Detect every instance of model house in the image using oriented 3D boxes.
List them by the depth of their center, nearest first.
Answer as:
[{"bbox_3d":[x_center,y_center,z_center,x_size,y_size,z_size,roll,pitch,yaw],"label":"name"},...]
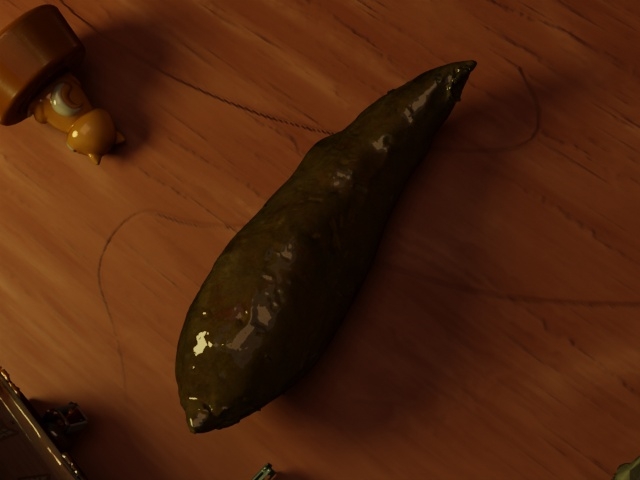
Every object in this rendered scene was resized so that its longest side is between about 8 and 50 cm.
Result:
[{"bbox_3d":[-0.289,0.247,1.094,0.294,0.154,0.207,46,122,26],"label":"model house"}]

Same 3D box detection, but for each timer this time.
[{"bbox_3d":[-0.267,-0.142,1.232,0.132,0.132,0.152,-45,92,-5],"label":"timer"}]

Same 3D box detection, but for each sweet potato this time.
[{"bbox_3d":[-0.001,-0.002,1.105,0.130,0.130,0.422,31,75,21],"label":"sweet potato"}]

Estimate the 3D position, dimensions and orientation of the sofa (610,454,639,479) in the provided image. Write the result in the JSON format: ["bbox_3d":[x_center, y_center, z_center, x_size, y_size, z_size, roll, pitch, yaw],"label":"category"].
[{"bbox_3d":[0.324,0.249,0.962,0.225,0.176,0.210,-34,64,-31],"label":"sofa"}]

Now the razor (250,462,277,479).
[{"bbox_3d":[-0.024,0.267,1.061,0.068,0.040,0.135,-45,72,-4],"label":"razor"}]
